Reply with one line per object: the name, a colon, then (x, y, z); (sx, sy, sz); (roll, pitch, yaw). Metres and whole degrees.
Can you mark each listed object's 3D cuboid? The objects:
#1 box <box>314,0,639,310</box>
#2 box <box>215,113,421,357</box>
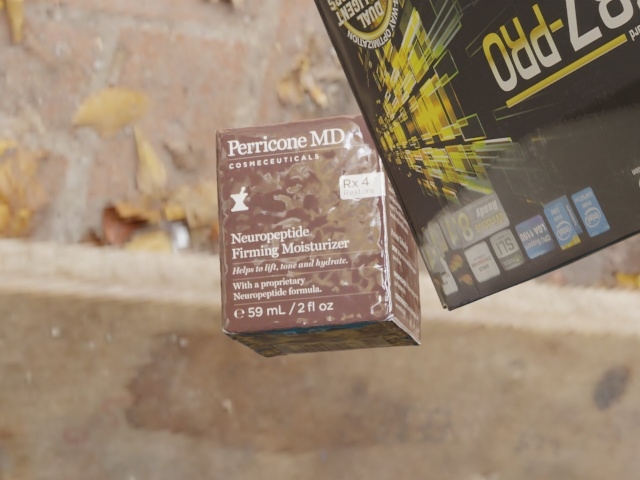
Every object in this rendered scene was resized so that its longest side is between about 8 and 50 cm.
box: (0.152, -0.148, 1.266); (0.097, 0.395, 0.318); (-23, 88, -30)
box: (0.000, 0.000, 1.812); (0.169, 0.203, 0.167); (-6, 167, 12)
